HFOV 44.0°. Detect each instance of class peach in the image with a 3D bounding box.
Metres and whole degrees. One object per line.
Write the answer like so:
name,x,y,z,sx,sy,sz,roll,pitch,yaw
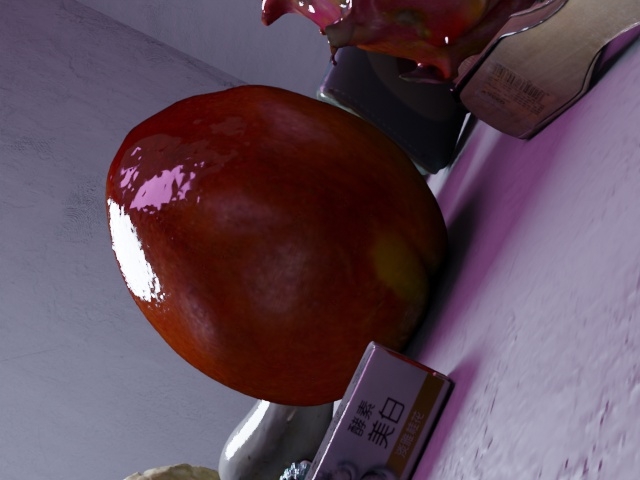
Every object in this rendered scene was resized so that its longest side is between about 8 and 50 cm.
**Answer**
peach,-0.050,-0.005,0.756,0.308,0.332,0.308,-56,-9,-14

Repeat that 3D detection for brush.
brush,0.153,-0.133,0.466,0.065,0.070,0.327,-54,0,-6

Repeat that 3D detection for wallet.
wallet,0.144,-0.284,1.107,0.083,0.252,0.360,2,64,53

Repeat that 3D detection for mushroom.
mushroom,-0.039,0.199,0.937,0.103,0.118,0.270,-28,-39,-63

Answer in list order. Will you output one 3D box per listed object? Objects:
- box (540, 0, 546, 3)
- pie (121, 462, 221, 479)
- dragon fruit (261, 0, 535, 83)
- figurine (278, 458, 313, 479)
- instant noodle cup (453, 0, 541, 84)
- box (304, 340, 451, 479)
box,0.255,-0.311,0.701,0.129,0.033,0.247,113,-177,-51
pie,-0.226,0.447,1.062,0.077,0.339,0.339,21,84,48
dragon fruit,0.037,-0.333,0.701,0.371,0.249,0.386,16,110,60
figurine,-0.028,0.273,0.852,0.060,0.047,0.106,-26,7,21
instant noodle cup,0.171,-0.296,0.938,0.235,0.178,0.234,-156,90,-89
box,0.008,0.170,0.477,0.218,0.055,0.039,-63,-3,-4
